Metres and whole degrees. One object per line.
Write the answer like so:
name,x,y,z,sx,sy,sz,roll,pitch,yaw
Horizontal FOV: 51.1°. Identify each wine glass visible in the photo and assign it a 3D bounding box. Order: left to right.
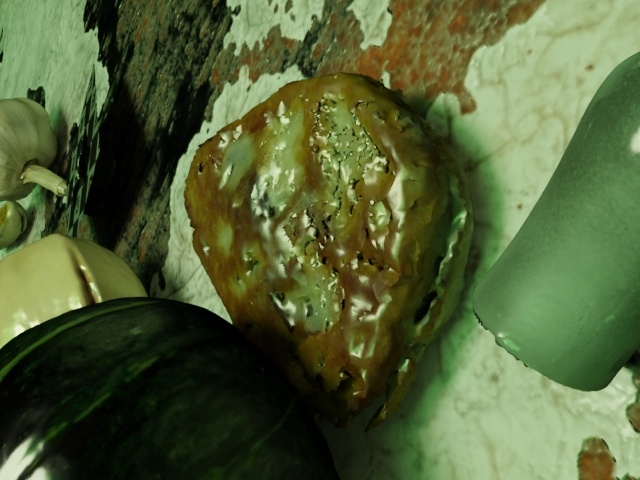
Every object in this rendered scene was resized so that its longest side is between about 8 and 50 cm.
wine glass,0.170,-0.035,0.320,0.103,0.103,0.231,54,126,41

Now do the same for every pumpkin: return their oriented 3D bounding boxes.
pumpkin,-0.130,0.197,0.503,0.323,0.241,0.323,32,143,28

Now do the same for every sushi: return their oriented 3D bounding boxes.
sushi,-0.322,-0.104,0.966,0.219,0.047,0.231,-61,34,34

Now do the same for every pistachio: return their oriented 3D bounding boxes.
pistachio,-0.266,0.141,0.750,0.318,0.193,0.214,61,140,23

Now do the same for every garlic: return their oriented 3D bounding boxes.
garlic,-0.497,-0.131,1.140,0.226,0.199,0.199,28,108,15

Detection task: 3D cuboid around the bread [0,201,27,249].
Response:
bread,-0.613,-0.022,1.309,0.214,0.053,0.073,-23,62,49

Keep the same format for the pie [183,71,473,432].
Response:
pie,-0.001,0.000,0.535,0.308,0.085,0.308,-3,85,47
